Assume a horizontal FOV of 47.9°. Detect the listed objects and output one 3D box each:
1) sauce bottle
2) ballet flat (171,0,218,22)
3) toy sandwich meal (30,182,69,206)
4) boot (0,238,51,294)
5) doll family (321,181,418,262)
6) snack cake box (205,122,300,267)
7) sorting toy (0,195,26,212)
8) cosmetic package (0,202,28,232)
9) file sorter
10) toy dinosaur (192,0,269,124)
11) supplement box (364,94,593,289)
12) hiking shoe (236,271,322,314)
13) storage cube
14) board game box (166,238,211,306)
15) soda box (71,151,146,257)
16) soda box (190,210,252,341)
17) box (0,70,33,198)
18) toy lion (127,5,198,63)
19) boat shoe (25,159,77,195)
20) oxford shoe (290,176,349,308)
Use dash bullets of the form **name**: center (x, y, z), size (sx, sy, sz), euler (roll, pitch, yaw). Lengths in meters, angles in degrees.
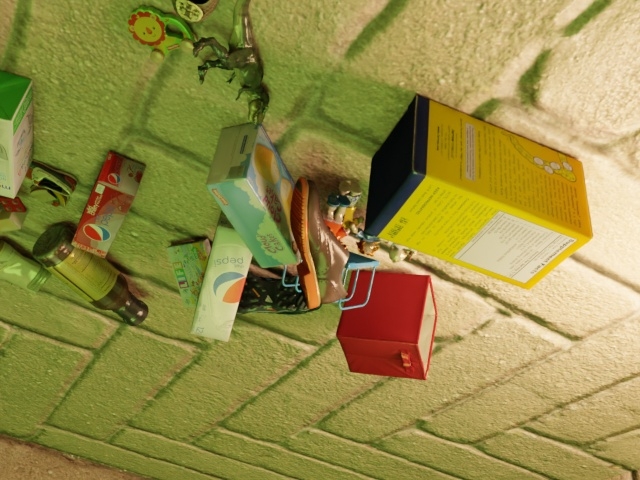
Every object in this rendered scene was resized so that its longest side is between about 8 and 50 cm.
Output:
- **sauce bottle**: center (-0.557, 0.099, 1.785), size (0.111, 0.111, 0.344), euler (-11, 139, 23)
- **ballet flat**: center (-0.175, -0.419, 1.077), size (0.084, 0.058, 0.250), euler (21, 141, -15)
- **toy sandwich meal**: center (-0.602, -0.098, 1.600), size (0.086, 0.029, 0.085), euler (5, 143, 4)
- **boot**: center (-0.804, 0.087, 1.844), size (0.213, 0.077, 0.165), euler (-27, 133, 34)
- **doll family**: center (0.089, -0.034, 1.507), size (0.263, 0.118, 0.163), euler (8, 130, -15)
- **snack cake box**: center (-0.118, -0.085, 1.428), size (0.089, 0.152, 0.264), euler (-8, 141, 19)
- **sorting toy**: center (-0.779, -0.120, 1.589), size (0.275, 0.046, 0.132), euler (1, 142, 9)
- **cosmetic package**: center (-0.739, -0.052, 1.661), size (0.115, 0.060, 0.041), euler (-9, 140, 19)
- **file sorter**: center (0.016, 0.072, 1.558), size (0.170, 0.104, 0.118), euler (20, -168, 35)
- **toy dinosaur**: center (-0.152, -0.309, 1.218), size (0.118, 0.064, 0.268), euler (-8, 142, -4)
- **supplement box**: center (0.285, -0.081, 1.325), size (0.357, 0.195, 0.194), euler (19, 142, -14)
- **hiking shoe**: center (-0.139, 0.140, 1.764), size (0.304, 0.113, 0.132), euler (7, 165, 19)
- **storage cube**: center (0.163, 0.199, 1.709), size (0.193, 0.215, 0.183), euler (3, 144, 18)
- **board game box**: center (-0.295, 0.078, 1.709), size (0.103, 0.026, 0.154), euler (-9, 105, 22)
- **soda box**: center (-0.462, -0.073, 1.555), size (0.083, 0.092, 0.263), euler (22, 140, -19)
- **soda box**: center (-0.214, 0.080, 1.611), size (0.091, 0.098, 0.286), euler (14, 114, -9)
- **box**: center (-0.697, -0.226, 1.374), size (0.262, 0.126, 0.231), euler (15, 140, -11)
- **toy lion**: center (-0.270, -0.352, 1.210), size (0.100, 0.034, 0.096), euler (-11, 132, 23)
- **boat shoe**: center (-0.592, -0.134, 1.541), size (0.137, 0.043, 0.049), euler (20, 143, -13)
- **oxford shoe**: center (0.000, 0.000, 1.406), size (0.098, 0.097, 0.271), euler (-11, 117, -10)
